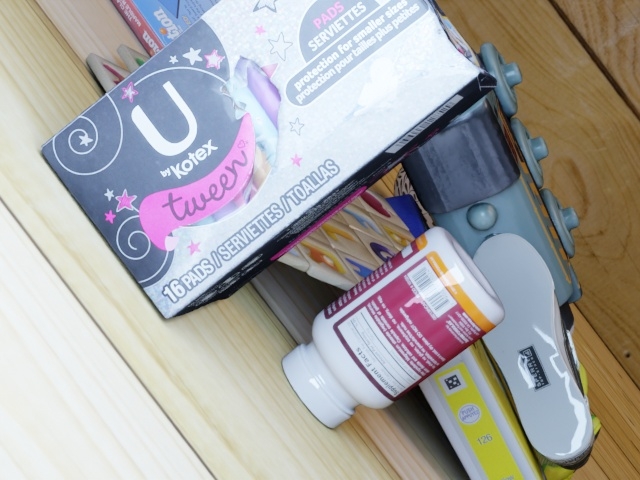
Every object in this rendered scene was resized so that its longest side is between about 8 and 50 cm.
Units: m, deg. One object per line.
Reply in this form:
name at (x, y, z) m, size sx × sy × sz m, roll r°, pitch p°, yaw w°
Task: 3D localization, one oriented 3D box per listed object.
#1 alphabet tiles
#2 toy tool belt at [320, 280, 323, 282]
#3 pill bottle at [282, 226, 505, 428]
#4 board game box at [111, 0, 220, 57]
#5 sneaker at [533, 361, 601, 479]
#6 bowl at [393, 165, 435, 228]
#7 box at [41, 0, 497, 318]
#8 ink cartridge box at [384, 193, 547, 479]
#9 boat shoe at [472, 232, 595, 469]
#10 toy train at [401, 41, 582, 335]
alphabet tiles at (-0.028, -0.042, 1.381) m, size 0.342 × 0.011 × 0.285 m, roll 25°, pitch 20°, yaw -41°
toy tool belt at (0.000, 0.000, 1.540) m, size 0.083 × 0.052 × 0.051 m, roll 37°, pitch 27°, yaw -60°
pill bottle at (0.050, 0.066, 1.241) m, size 0.086 × 0.152 × 0.086 m, roll 51°, pitch 10°, yaw -12°
board game box at (-0.132, -0.239, 1.601) m, size 0.145 × 0.027 × 0.281 m, roll -25°, pitch 75°, yaw -41°
sneaker at (0.226, 0.187, 1.860) m, size 0.123 × 0.109 × 0.295 m, roll 29°, pitch 14°, yaw -5°
bowl at (0.146, -0.037, 2.261) m, size 0.170 × 0.080 × 0.170 m, roll 50°, pitch 11°, yaw -13°
box at (-0.029, -0.083, 1.112) m, size 0.142 × 0.247 × 0.163 m, roll 52°, pitch 9°, yaw 4°
ink cartridge box at (0.107, 0.077, 1.572) m, size 0.303 × 0.072 × 0.307 m, roll -100°, pitch 164°, yaw -67°
boat shoe at (0.189, 0.101, 1.540) m, size 0.070 × 0.077 × 0.219 m, roll 51°, pitch 23°, yaw -66°
toy train at (0.159, -0.042, 1.661) m, size 0.190 × 0.142 × 0.334 m, roll -86°, pitch 154°, yaw -59°
